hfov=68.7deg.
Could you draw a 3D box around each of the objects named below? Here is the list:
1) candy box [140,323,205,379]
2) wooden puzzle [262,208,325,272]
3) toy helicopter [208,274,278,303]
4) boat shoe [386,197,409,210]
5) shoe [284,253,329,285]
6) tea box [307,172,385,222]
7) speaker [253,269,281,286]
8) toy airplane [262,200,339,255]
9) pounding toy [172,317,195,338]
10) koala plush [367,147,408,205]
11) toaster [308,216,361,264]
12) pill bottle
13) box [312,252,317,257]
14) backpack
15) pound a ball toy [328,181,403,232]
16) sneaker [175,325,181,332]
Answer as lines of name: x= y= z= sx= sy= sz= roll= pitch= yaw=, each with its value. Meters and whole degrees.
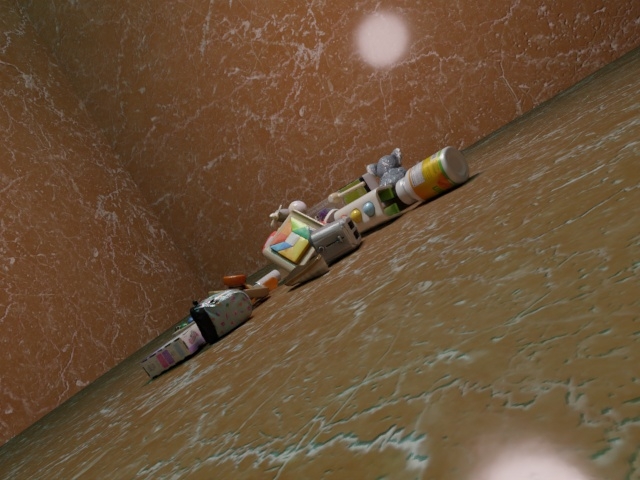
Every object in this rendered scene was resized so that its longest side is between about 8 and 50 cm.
candy box: x=-0.472 y=0.358 z=1.564 sx=0.196 sy=0.070 sz=0.165 roll=-34 pitch=2 yaw=21
wooden puzzle: x=-0.107 y=0.003 z=1.913 sx=0.238 sy=0.221 sz=0.044 roll=-57 pitch=-35 yaw=-6
toy helicopter: x=-0.328 y=0.207 z=1.869 sx=0.235 sy=0.140 sz=0.355 roll=-6 pitch=-3 yaw=-40
boat shoe: x=0.348 y=-0.160 z=1.943 sx=0.152 sy=0.056 sz=0.049 roll=-19 pitch=4 yaw=28
shoe: x=-0.050 y=0.114 z=1.570 sx=0.219 sy=0.058 sz=0.076 roll=-34 pitch=21 yaw=48
tea box: x=0.144 y=-0.181 z=2.635 sx=0.324 sy=0.219 sz=0.329 roll=-33 pitch=3 yaw=-36
speaker: x=-0.244 y=0.188 z=2.164 sx=0.055 sy=0.055 sz=0.136 roll=-29 pitch=5 yaw=44
toy airplane: x=-0.056 y=-0.062 z=2.114 sx=0.387 sy=0.272 sz=0.384 roll=-9 pitch=28 yaw=12
pounding toy: x=-0.421 y=0.303 z=1.757 sx=0.181 sy=0.094 sz=0.206 roll=-31 pitch=4 yaw=16
koala plush: x=0.309 y=-0.278 z=2.005 sx=0.196 sy=0.221 sz=0.203 roll=-29 pitch=-27 yaw=23
toaster: x=0.057 y=-0.005 z=1.673 sx=0.147 sy=0.129 sz=0.227 roll=-27 pitch=2 yaw=13
pill bottle: x=0.391 y=-0.220 z=1.672 sx=0.136 sy=0.136 sz=0.246 roll=-35 pitch=4 yaw=-42
box: x=0.000 y=0.000 z=2.322 sx=0.244 sy=0.100 sz=0.060 roll=-32 pitch=1 yaw=-10
backpack: x=-0.313 y=0.237 z=1.530 sx=0.182 sy=0.151 sz=0.115 roll=-30 pitch=18 yaw=-30
pound a ball toy: x=0.148 y=-0.135 z=1.865 sx=0.136 sy=0.208 sz=0.319 roll=-18 pitch=-5 yaw=-37
sneaker: x=-0.616 y=0.423 z=2.209 sx=0.170 sy=0.068 sz=0.071 roll=-21 pitch=-7 yaw=28
